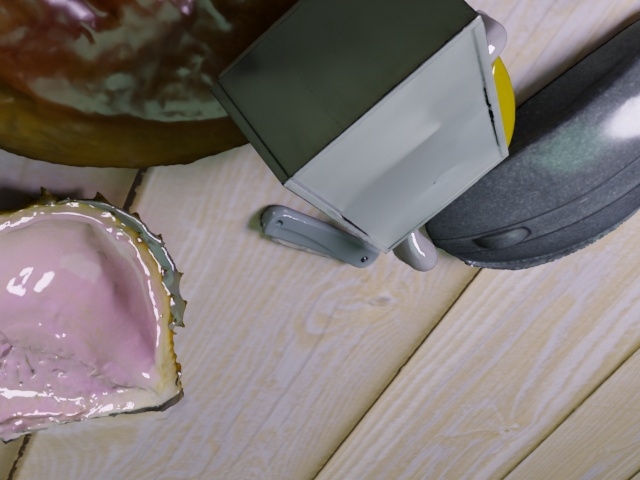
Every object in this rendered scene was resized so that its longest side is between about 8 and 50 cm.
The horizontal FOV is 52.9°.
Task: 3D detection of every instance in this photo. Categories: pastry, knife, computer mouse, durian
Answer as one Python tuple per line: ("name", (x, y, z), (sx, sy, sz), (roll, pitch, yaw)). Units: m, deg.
("pastry", (-0.124, -0.195, 0.396), (0.356, 0.164, 0.356), (-10, 136, -10))
("knife", (0.000, 0.000, 0.726), (0.162, 0.023, 0.044), (22, 116, -37))
("computer mouse", (0.289, -0.087, 0.717), (0.374, 0.114, 0.203), (-43, 134, 16))
("durian", (-0.242, 0.050, 0.582), (0.305, 0.185, 0.195), (10, 105, -36))

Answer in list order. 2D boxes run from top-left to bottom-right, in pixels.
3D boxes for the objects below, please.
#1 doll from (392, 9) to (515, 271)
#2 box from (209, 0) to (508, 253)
("doll", (0.083, -0.103, 0.609), (0.237, 0.111, 0.252), (19, 109, -34))
("box", (0.043, -0.079, 0.436), (0.129, 0.086, 0.225), (-40, 160, 8))
